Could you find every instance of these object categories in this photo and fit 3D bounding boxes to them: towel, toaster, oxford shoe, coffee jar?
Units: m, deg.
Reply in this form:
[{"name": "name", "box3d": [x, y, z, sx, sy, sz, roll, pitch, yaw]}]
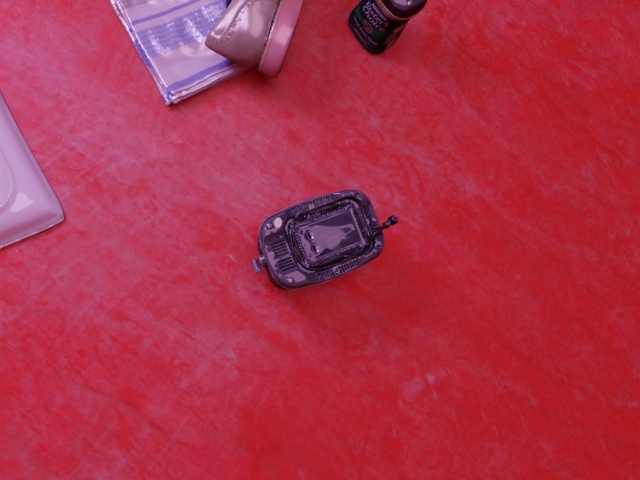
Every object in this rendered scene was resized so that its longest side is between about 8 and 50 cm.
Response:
[{"name": "towel", "box3d": [-0.234, -0.391, 1.162, 0.209, 0.034, 0.285, -29, 89, -17]}, {"name": "toaster", "box3d": [0.000, 0.000, 1.101, 0.227, 0.146, 0.129, -22, 88, -15]}, {"name": "oxford shoe", "box3d": [-0.090, -0.473, 1.142, 0.146, 0.140, 0.397, 15, 69, -11]}, {"name": "coffee jar", "box3d": [0.115, -0.401, 1.170, 0.079, 0.184, 0.096, -36, 91, -16]}]

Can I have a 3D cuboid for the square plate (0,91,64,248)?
[{"name": "square plate", "box3d": [-0.621, -0.114, 1.016, 0.344, 0.049, 0.347, -27, 88, -17]}]
